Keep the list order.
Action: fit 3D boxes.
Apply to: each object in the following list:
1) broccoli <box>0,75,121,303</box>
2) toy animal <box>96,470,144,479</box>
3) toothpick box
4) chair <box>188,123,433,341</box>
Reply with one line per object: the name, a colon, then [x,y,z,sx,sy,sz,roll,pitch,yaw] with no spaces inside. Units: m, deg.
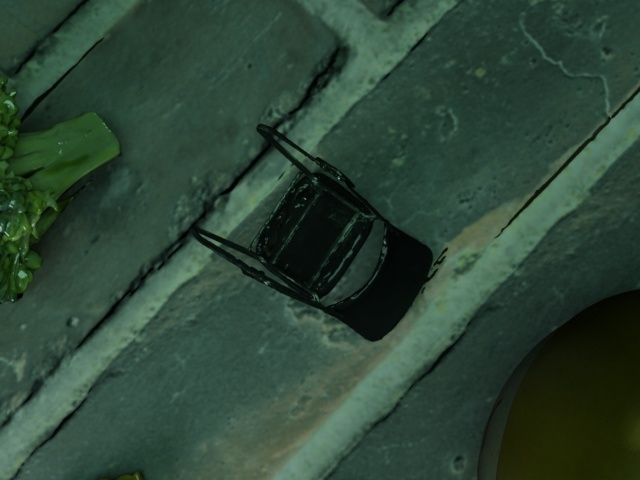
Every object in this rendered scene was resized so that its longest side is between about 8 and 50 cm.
broccoli: [-0.329,-0.061,1.549,0.243,0.263,0.247,-27,129,-25]
toy animal: [-0.262,0.305,1.597,0.159,0.070,0.083,-12,93,5]
toothpick box: [0.360,0.249,1.420,0.408,0.425,0.409,0,91,0]
chair: [0.000,0.000,1.577,0.145,0.221,0.140,35,92,42]
